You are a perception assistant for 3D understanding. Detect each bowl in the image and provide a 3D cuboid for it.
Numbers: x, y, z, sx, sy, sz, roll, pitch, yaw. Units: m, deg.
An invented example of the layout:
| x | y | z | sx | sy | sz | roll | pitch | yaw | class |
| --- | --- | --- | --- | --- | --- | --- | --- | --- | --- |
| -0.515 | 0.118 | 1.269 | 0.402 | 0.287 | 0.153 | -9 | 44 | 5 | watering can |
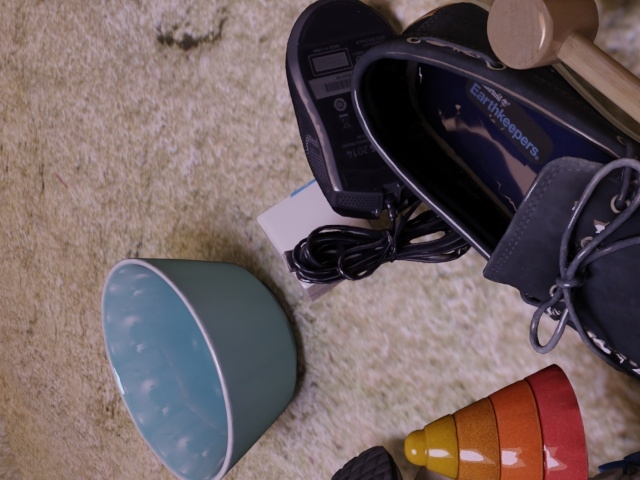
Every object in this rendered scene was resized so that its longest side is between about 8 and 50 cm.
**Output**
| x | y | z | sx | sy | sz | roll | pitch | yaw | class |
| --- | --- | --- | --- | --- | --- | --- | --- | --- | --- |
| -0.145 | 0.150 | 1.173 | 0.311 | 0.163 | 0.311 | 26 | 126 | 44 | bowl |

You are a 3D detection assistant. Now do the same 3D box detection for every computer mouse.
| x | y | z | sx | sy | sz | roll | pitch | yaw | class |
| --- | --- | --- | --- | --- | --- | --- | --- | --- | --- |
| 0.031 | -0.098 | 0.859 | 0.072 | 0.189 | 0.272 | 158 | 101 | -74 | computer mouse |

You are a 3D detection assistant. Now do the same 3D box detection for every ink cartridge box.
| x | y | z | sx | sy | sz | roll | pitch | yaw | class |
| --- | --- | --- | --- | --- | --- | --- | --- | --- | --- |
| 0.000 | 0.000 | 0.939 | 0.090 | 0.092 | 0.143 | 55 | 176 | 10 | ink cartridge box |

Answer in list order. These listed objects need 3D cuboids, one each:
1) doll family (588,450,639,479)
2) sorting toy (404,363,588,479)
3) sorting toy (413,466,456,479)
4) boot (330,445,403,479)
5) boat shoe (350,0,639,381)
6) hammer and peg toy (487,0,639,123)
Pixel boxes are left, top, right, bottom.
| x | y | z | sx | sy | sz | roll | pitch | yaw | class |
| --- | --- | --- | --- | --- | --- | --- | --- | --- | --- |
| 0.205 | 0.290 | 0.725 | 0.263 | 0.118 | 0.163 | -22 | 79 | 12 | doll family |
| 0.130 | 0.257 | 0.601 | 0.127 | 0.126 | 0.365 | 89 | 180 | -55 | sorting toy |
| 0.177 | 0.341 | 0.957 | 0.229 | 0.041 | 0.307 | 51 | 139 | 32 | sorting toy |
| 0.102 | 0.392 | 0.919 | 0.118 | 0.338 | 0.223 | -37 | 113 | 18 | boot |
| 0.205 | -0.005 | 0.665 | 0.500 | 0.156 | 0.186 | 48 | 136 | 25 | boat shoe |
| 0.276 | -0.196 | 0.511 | 0.266 | 0.127 | 0.361 | 54 | 141 | 18 | hammer and peg toy |
